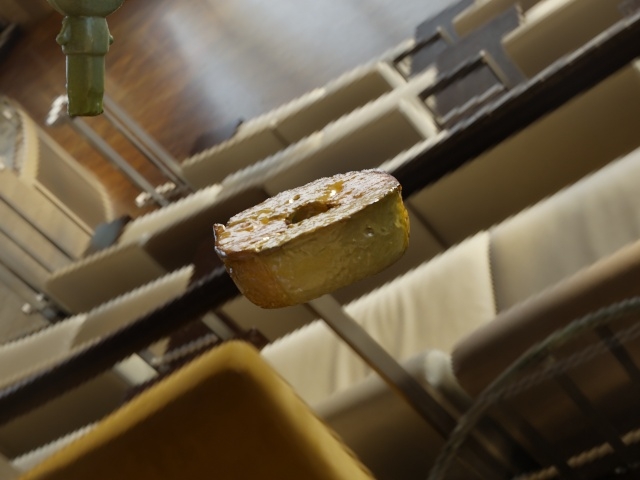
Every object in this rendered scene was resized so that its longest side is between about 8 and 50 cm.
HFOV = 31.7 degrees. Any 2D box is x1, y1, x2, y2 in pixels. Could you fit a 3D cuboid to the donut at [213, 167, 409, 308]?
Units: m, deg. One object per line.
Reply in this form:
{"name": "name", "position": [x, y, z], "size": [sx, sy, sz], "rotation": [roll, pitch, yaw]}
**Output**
{"name": "donut", "position": [-0.001, 0.001, 0.972], "size": [0.174, 0.074, 0.190], "rotation": [-23, 14, -20]}

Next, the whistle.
{"name": "whistle", "position": [-0.226, -0.220, 1.098], "size": [0.057, 0.198, 0.104], "rotation": [7, 10, 36]}
